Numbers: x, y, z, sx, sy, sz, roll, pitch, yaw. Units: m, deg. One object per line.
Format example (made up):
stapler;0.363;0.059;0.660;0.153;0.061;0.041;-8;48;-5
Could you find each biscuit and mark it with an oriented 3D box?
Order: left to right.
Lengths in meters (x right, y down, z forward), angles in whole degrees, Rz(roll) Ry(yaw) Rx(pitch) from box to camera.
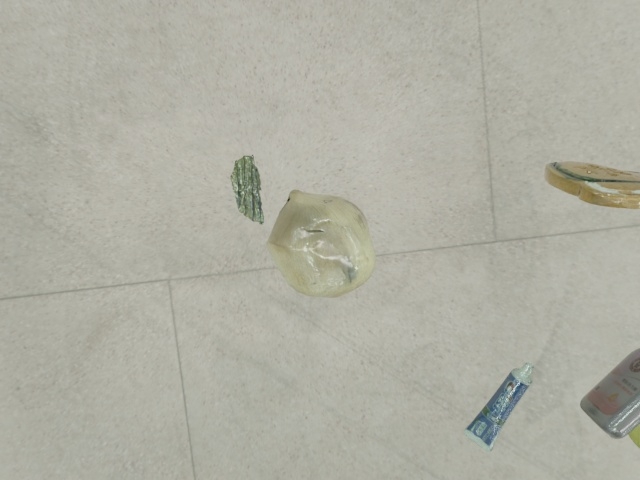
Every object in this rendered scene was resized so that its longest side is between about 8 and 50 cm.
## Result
biscuit;0.761;-0.155;1.286;0.288;0.343;0.057;3;112;-1

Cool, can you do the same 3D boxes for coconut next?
coconut;0.000;0.000;0.948;0.225;0.224;0.223;0;94;-6

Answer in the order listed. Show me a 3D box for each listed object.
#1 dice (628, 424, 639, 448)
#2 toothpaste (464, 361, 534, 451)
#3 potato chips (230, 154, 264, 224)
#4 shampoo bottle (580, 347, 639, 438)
dice;0.586;0.283;0.770;0.166;0.169;0.169;43;103;10
toothpaste;0.318;0.289;0.859;0.057;0.035;0.197;32;116;22
potato chips;-0.204;-0.133;1.359;0.092;0.028;0.207;-20;120;-31
shampoo bottle;0.405;0.171;0.611;0.040;0.080;0.165;41;98;-4
